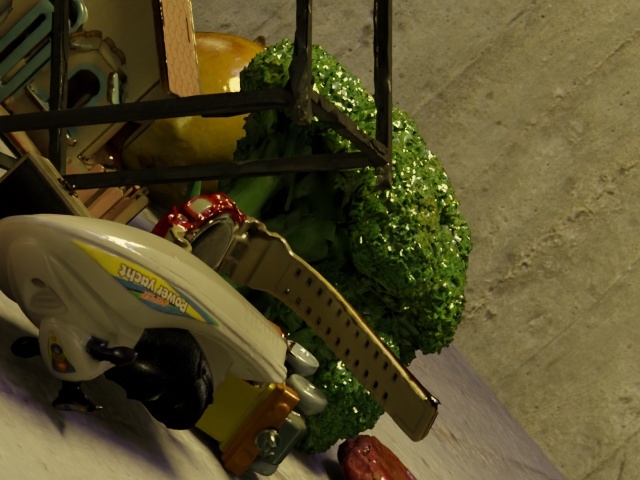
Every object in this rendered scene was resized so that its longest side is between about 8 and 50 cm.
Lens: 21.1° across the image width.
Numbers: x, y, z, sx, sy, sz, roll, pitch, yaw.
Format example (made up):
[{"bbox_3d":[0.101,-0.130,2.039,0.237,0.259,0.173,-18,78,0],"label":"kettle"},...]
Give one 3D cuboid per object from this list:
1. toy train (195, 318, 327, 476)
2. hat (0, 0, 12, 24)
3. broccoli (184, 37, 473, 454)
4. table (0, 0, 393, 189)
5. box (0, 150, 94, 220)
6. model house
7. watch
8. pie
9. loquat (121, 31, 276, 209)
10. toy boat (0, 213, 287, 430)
[{"bbox_3d":[-0.070,0.124,1.488,0.127,0.089,0.219,35,11,-15],"label":"toy train"},{"bbox_3d":[-0.385,-0.291,1.529,0.275,0.161,0.232,47,24,-49],"label":"hat"},{"bbox_3d":[-0.003,0.000,1.752,0.321,0.310,0.413,-8,90,-74],"label":"broccoli"},{"bbox_3d":[-0.129,-0.185,1.448,0.222,0.335,0.272,30,58,-67],"label":"table"},{"bbox_3d":[-0.224,-0.015,1.333,0.079,0.083,0.035,49,7,19],"label":"box"},{"bbox_3d":[-0.233,-0.206,1.693,0.326,0.244,0.169,50,5,13],"label":"model house"},{"bbox_3d":[-0.035,0.070,1.423,0.268,0.102,0.165,44,27,29],"label":"watch"},{"bbox_3d":[0.080,0.272,1.725,0.182,0.050,0.182,52,5,-7],"label":"pie"},{"bbox_3d":[-0.126,-0.155,2.008,0.213,0.246,0.213,27,-32,19],"label":"loquat"},{"bbox_3d":[-0.139,0.063,1.232,0.141,0.141,0.269,51,14,29],"label":"toy boat"}]
